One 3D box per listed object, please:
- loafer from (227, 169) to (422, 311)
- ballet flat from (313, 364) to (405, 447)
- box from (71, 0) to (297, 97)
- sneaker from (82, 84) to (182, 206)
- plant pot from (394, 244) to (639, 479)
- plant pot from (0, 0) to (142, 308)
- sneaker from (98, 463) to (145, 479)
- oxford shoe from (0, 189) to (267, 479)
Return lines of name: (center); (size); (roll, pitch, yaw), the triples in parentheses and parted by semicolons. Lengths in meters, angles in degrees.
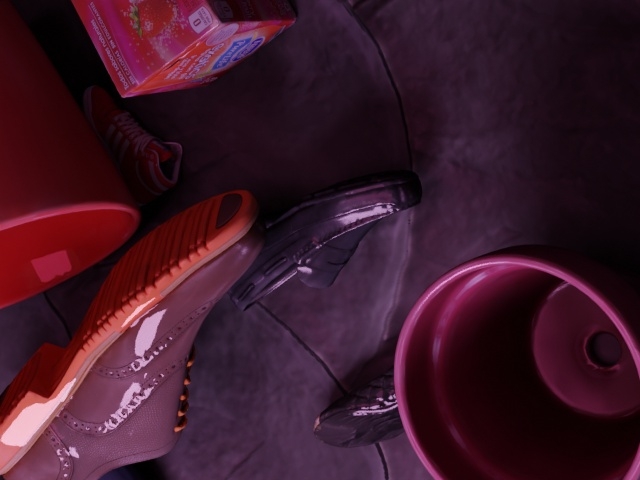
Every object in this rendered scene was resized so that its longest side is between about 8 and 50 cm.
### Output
loafer: (0.000, 0.000, 1.344); (0.223, 0.076, 0.078); (-22, 88, 37)
ballet flat: (0.063, 0.129, 1.353); (0.173, 0.049, 0.057); (-33, 126, 31)
box: (-0.149, -0.262, 1.352); (0.122, 0.128, 0.257); (-32, 82, 31)
sneaker: (-0.168, -0.094, 1.443); (0.067, 0.042, 0.118); (-22, 95, 35)
plant pot: (0.181, 0.094, 1.189); (0.201, 0.180, 0.201); (6, 102, 29)
plant pot: (-0.325, -0.078, 1.401); (0.275, 0.275, 0.243); (-31, 77, 31)
sneaker: (-0.289, 0.264, 1.542); (0.282, 0.099, 0.153); (-33, 86, 24)
oxford shoe: (-0.150, 0.100, 1.380); (0.132, 0.130, 0.363); (39, 116, -15)
